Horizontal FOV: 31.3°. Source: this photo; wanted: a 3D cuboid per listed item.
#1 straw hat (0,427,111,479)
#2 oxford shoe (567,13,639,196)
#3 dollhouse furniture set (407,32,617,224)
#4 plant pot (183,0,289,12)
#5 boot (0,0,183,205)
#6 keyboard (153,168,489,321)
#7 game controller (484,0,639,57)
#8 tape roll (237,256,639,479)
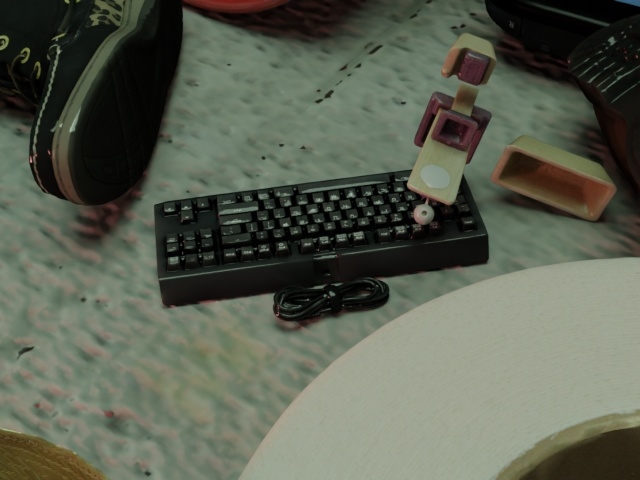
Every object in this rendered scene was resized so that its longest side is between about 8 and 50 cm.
[{"bbox_3d":[-0.137,0.134,0.471,0.144,0.144,0.061,-6,7,-3],"label":"straw hat"},{"bbox_3d":[0.201,-0.041,0.592,0.083,0.096,0.227,-25,26,12],"label":"oxford shoe"},{"bbox_3d":[0.105,-0.037,0.606,0.114,0.091,0.081,22,51,1],"label":"dollhouse furniture set"},{"bbox_3d":[-0.016,-0.325,0.808,0.275,0.275,0.243,27,42,27],"label":"plant pot"},{"bbox_3d":[-0.188,-0.102,0.699,0.179,0.085,0.236,1,39,7],"label":"boot"},{"bbox_3d":[0.000,0.000,0.629,0.180,0.023,0.108,-8,46,-4],"label":"keyboard"},{"bbox_3d":[0.269,-0.140,0.723,0.319,0.067,0.166,22,50,22],"label":"game controller"},{"bbox_3d":[0.147,0.164,0.423,0.392,0.072,0.392,-1,44,1],"label":"tape roll"}]
